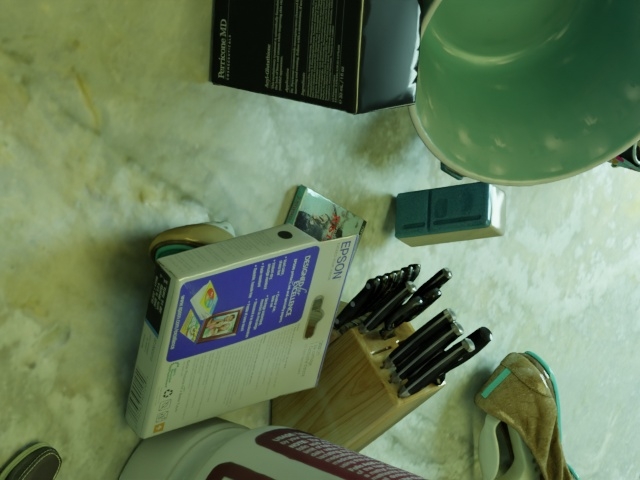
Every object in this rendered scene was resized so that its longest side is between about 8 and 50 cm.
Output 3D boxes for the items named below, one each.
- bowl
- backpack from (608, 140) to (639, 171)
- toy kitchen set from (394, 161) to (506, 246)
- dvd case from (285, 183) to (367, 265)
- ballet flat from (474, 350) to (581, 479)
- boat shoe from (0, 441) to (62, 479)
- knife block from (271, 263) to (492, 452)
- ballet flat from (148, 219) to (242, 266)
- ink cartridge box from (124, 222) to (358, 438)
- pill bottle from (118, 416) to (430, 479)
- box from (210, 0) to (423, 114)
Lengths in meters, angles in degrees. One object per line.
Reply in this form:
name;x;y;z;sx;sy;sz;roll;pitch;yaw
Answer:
bowl;0.208;-0.225;1.748;0.311;0.163;0.311;-11;130;-13
backpack;0.420;-0.192;2.169;0.253;0.191;0.225;6;100;-45
toy kitchen set;0.114;-0.119;1.904;0.166;0.122;0.207;28;60;-51
dvd case;0.000;0.000;1.856;0.119;0.013;0.087;30;79;-52
ballet flat;0.266;0.293;2.228;0.124;0.116;0.342;-33;129;-15
boat shoe;-0.276;0.250;1.567;0.152;0.049;0.056;-55;138;-24
knife block;0.066;0.154;1.805;0.088;0.242;0.276;-16;115;-47
ballet flat;-0.094;0.022;1.715;0.232;0.080;0.073;40;43;-52
ink cartridge box;-0.077;0.082;1.674;0.208;0.045;0.206;-13;135;-33
pill bottle;-0.001;0.306;1.652;0.224;0.392;0.224;-21;119;-45
box;0.000;-0.263;1.625;0.103;0.184;0.261;-15;114;-51
